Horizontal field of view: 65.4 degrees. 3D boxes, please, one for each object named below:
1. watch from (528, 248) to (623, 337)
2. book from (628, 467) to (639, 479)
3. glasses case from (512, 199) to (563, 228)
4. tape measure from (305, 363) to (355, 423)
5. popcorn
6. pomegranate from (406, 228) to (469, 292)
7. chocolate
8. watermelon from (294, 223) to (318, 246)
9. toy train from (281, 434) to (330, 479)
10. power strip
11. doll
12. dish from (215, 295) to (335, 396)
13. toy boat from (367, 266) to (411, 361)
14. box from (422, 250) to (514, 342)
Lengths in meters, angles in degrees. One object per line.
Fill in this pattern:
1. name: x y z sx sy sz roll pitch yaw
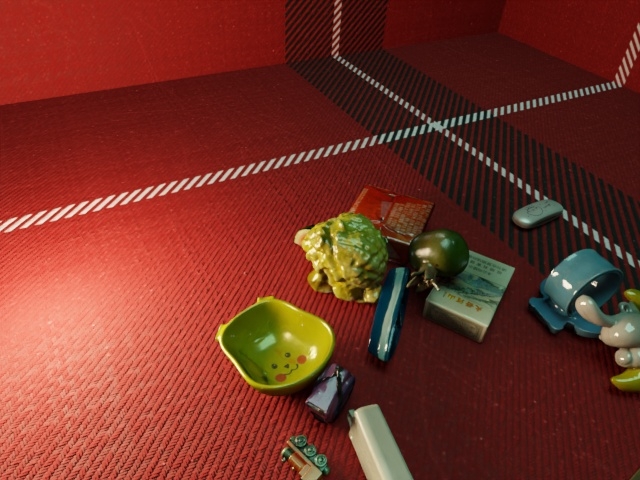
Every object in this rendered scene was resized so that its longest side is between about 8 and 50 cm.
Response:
1. watch: 0.656 0.125 1.270 0.210 0.193 0.211 3 38 -2
2. book: 0.694 0.522 0.934 0.310 0.021 0.217 -23 47 -28
3. glasses case: 0.716 -0.088 1.640 0.197 0.049 0.076 -19 45 -24
4. tape measure: 0.021 0.319 1.046 0.074 0.125 0.118 26 59 18
5. popcorn: 0.073 0.056 1.326 0.236 0.252 0.206 -17 3 30
6. pomegranate: 0.294 0.057 1.280 0.152 0.131 0.191 -12 35 39
7. chocolate: 0.203 -0.049 1.516 0.234 0.108 0.237 17 43 15
8. watermelon: 0.000 0.000 1.480 0.135 0.125 0.094 1 67 -31
9. toy train: -0.032 0.431 0.976 0.103 0.044 0.064 34 59 31
10. power strip: 0.134 0.456 0.913 0.058 0.098 0.338 -8 42 -17
11. doll: 0.738 0.230 1.172 0.252 0.111 0.238 -7 81 -12
12. dish: -0.097 0.254 1.122 0.262 0.108 0.221 29 49 36
13. toy boat: 0.174 0.183 1.247 0.061 0.096 0.299 7 39 16
14. box: 0.399 0.136 1.335 0.164 0.069 0.256 23 44 22
